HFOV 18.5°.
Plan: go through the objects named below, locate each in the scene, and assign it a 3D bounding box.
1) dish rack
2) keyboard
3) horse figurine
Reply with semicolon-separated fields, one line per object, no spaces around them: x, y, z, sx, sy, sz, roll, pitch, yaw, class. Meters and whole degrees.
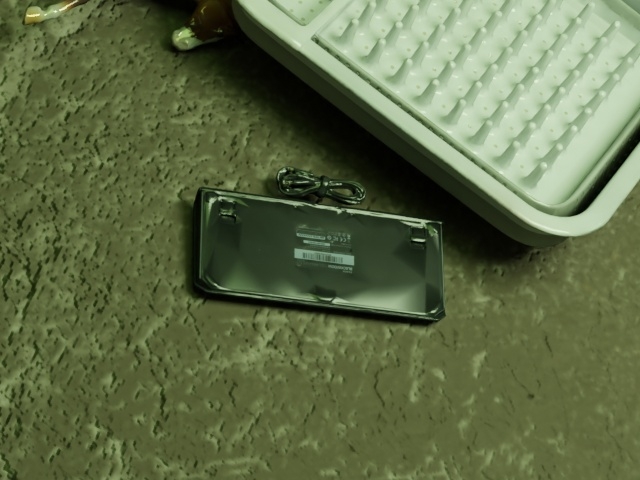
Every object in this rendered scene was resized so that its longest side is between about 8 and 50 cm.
0.108;-0.151;1.466;0.333;0.072;0.285;37;50;6;dish rack
0.000;0.000;1.367;0.180;0.023;0.108;8;63;-16;keyboard
-0.172;-0.245;1.434;0.174;0.066;0.263;-16;66;-26;horse figurine
